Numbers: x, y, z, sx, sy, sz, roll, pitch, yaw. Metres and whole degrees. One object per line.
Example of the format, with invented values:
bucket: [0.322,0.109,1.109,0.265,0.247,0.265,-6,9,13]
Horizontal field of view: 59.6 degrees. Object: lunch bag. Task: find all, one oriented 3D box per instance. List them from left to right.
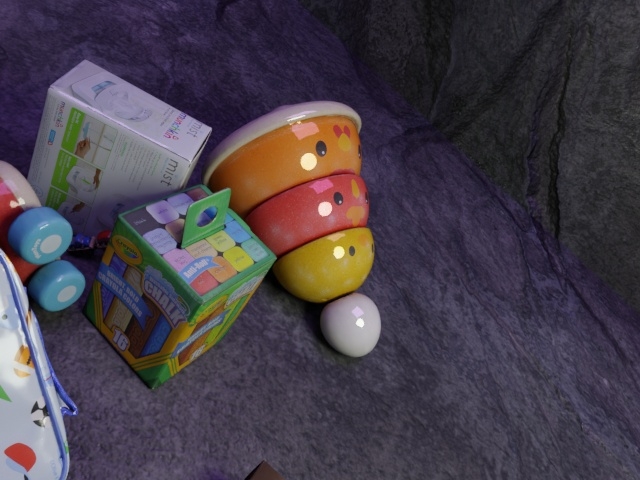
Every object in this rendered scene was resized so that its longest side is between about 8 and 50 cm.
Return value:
lunch bag: [-0.382,0.153,0.541,0.243,0.115,0.303,-19,105,-38]

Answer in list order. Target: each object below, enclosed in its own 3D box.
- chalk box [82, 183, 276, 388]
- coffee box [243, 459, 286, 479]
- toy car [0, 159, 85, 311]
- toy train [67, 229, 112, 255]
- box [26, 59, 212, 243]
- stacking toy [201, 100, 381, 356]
chalk box: [-0.204,0.046,0.846,0.179,0.289,0.180,44,37,10]
coffee box: [-0.036,0.433,0.718,0.246,0.098,0.141,40,36,5]
toy car: [-0.491,0.020,0.749,0.219,0.210,0.238,37,52,21]
toy train: [-0.350,0.001,0.926,0.158,0.036,0.027,-7,48,9]
box: [-0.344,-0.118,0.938,0.231,0.262,0.127,26,37,-12]
stacking toy: [0.000,0.000,1.119,0.350,0.350,0.480,-14,76,-46]
